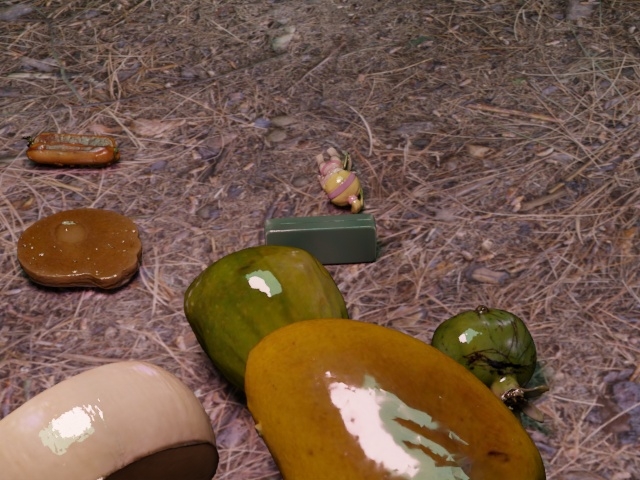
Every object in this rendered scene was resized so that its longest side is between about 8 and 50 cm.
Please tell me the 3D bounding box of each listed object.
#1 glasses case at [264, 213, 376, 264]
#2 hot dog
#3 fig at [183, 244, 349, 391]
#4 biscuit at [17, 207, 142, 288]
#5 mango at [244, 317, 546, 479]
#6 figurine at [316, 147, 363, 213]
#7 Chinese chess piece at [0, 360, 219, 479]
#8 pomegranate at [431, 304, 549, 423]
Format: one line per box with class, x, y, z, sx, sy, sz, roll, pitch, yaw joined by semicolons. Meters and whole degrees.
glasses case;0.000;0.000;1.878;0.184;0.077;0.039;-3;37;-1
hot dog;-0.466;-0.166;2.110;0.188;0.055;0.072;4;38;7
fig;-0.051;0.149;1.654;0.233;0.233;0.314;-39;96;-35
biscuit;-0.400;0.019;1.894;0.208;0.049;0.181;-2;40;0
mango;0.081;0.269;1.421;0.445;0.220;0.301;35;68;23
figurine;0.035;-0.113;2.029;0.083;0.083;0.187;-11;29;-10
Chinese chess piece;-0.282;0.293;1.350;0.338;0.338;0.140;-29;66;-28
pomegranate;0.244;0.184;1.616;0.152;0.131;0.191;-8;48;-12
